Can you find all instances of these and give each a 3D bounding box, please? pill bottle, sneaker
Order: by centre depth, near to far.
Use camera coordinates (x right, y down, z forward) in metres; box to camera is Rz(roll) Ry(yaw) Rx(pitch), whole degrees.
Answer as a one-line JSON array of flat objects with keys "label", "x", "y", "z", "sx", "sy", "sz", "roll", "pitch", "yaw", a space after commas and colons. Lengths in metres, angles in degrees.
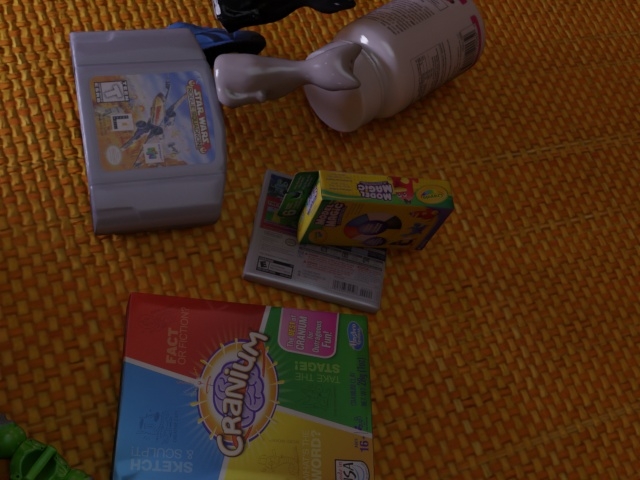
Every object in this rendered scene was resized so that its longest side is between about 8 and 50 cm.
[{"label": "sneaker", "x": -0.187, "y": -0.312, "z": 1.309, "sx": 0.209, "sy": 0.069, "sz": 0.082, "roll": -15, "pitch": 71, "yaw": -24}, {"label": "pill bottle", "x": 0.117, "y": -0.293, "z": 1.347, "sx": 0.283, "sy": 0.160, "sz": 0.160, "roll": -34, "pitch": 77, "yaw": -30}]

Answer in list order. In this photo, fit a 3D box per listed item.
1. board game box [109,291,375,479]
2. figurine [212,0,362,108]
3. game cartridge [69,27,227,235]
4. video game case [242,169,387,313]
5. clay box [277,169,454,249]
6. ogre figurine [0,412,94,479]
[{"label": "board game box", "x": -0.094, "y": 0.200, "z": 1.063, "sx": 0.317, "sy": 0.064, "sz": 0.242, "roll": 7, "pitch": 60, "yaw": -15}, {"label": "figurine", "x": -0.044, "y": -0.292, "z": 1.210, "sx": 0.210, "sy": 0.092, "sz": 0.214, "roll": -6, "pitch": 71, "yaw": 8}, {"label": "game cartridge", "x": -0.235, "y": -0.161, "z": 1.184, "sx": 0.198, "sy": 0.062, "sz": 0.297, "roll": -8, "pitch": 77, "yaw": -13}, {"label": "video game case", "x": 0.000, "y": 0.000, "z": 1.230, "sx": 0.201, "sy": 0.023, "sz": 0.183, "roll": 15, "pitch": 59, "yaw": -9}, {"label": "clay box", "x": 0.059, "y": -0.040, "z": 1.181, "sx": 0.222, "sy": 0.127, "sz": 0.053, "roll": 2, "pitch": 61, "yaw": -16}, {"label": "ogre figurine", "x": -0.328, "y": 0.279, "z": 0.925, "sx": 0.197, "sy": 0.097, "sz": 0.118, "roll": 30, "pitch": 68, "yaw": 13}]
